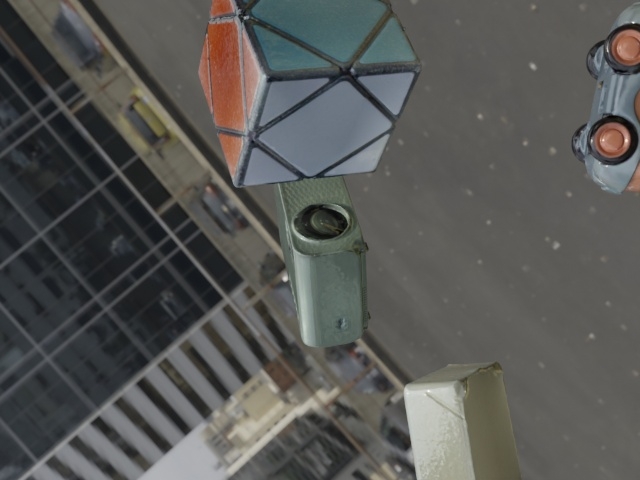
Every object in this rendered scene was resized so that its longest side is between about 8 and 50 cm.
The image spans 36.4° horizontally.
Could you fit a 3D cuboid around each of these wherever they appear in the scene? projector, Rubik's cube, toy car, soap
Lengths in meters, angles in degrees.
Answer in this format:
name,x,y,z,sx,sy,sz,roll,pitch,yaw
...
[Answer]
name,x,y,z,sx,sy,sz,roll,pitch,yaw
projector,0.000,0.000,1.442,0.250,0.108,0.198,-104,7,-46
Rubik's cube,-0.022,-0.212,1.218,0.207,0.205,0.205,112,144,-50
toy car,0.485,-0.193,1.379,0.212,0.271,0.180,9,-175,6
soap,0.137,0.209,0.887,0.121,0.063,0.183,-5,-95,-62
